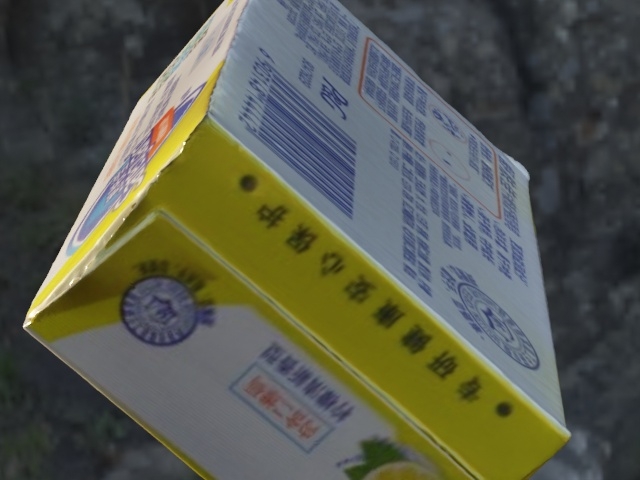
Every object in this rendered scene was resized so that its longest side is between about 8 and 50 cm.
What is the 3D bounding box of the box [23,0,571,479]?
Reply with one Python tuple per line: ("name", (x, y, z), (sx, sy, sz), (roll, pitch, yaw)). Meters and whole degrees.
("box", (0.000, 0.000, 0.680), (0.097, 0.168, 0.265), (-44, 14, 18))
